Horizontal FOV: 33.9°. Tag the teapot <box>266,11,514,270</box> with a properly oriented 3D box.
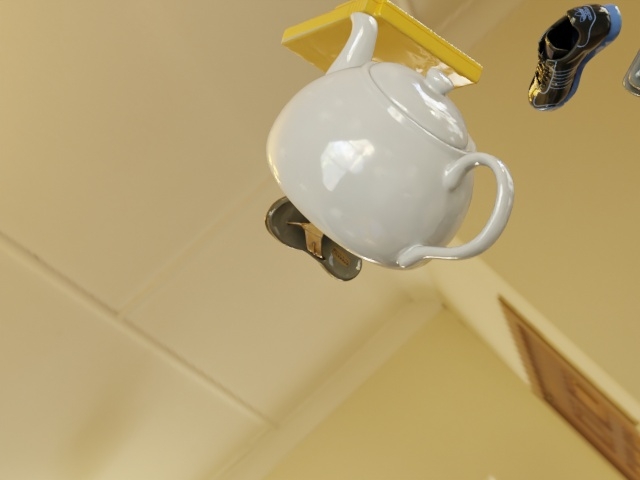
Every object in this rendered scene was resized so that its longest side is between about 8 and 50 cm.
[{"bbox_3d":[0.080,-0.101,1.134,0.187,0.256,0.252,-50,5,23],"label":"teapot"}]

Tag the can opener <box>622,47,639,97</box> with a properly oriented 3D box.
[{"bbox_3d":[0.486,-0.333,1.446,0.074,0.093,0.280,28,-94,-83],"label":"can opener"}]

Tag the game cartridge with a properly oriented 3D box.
[{"bbox_3d":[0.117,-0.371,2.087,0.285,0.323,0.053,28,-108,-28],"label":"game cartridge"}]

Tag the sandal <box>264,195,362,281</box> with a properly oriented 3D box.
[{"bbox_3d":[0.000,0.000,1.755,0.219,0.060,0.090,43,-106,-30],"label":"sandal"}]

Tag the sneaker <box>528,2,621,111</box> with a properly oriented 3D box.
[{"bbox_3d":[0.367,-0.282,1.627,0.090,0.081,0.232,-6,-30,-25],"label":"sneaker"}]
